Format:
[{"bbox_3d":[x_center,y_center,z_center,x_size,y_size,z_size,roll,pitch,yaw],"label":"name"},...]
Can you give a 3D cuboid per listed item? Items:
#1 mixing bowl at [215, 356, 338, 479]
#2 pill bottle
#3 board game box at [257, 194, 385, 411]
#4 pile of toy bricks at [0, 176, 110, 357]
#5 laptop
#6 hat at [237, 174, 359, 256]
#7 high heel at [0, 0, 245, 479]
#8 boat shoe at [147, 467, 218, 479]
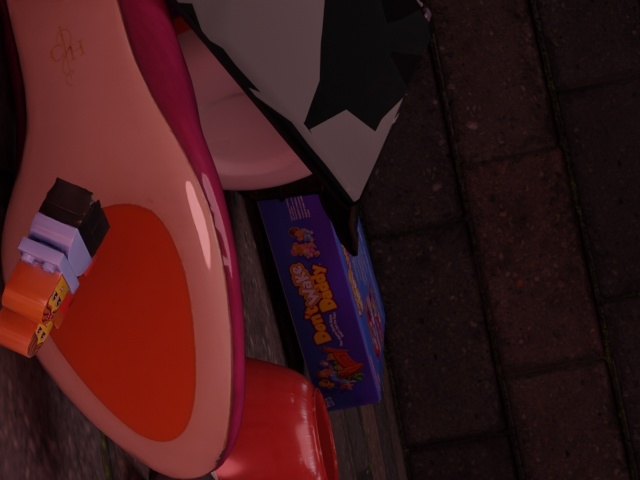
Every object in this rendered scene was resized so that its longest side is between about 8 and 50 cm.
[{"bbox_3d":[-0.042,0.167,1.011,0.181,0.098,0.181,-11,90,-83],"label":"mixing bowl"},{"bbox_3d":[-0.071,-0.212,1.048,0.181,0.181,0.323,69,11,-56],"label":"pill bottle"},{"bbox_3d":[0.000,0.000,1.582,0.233,0.078,0.347,-80,156,-67],"label":"board game box"},{"bbox_3d":[-0.149,0.002,0.411,0.212,0.118,0.105,87,27,-69],"label":"pile of toy bricks"},{"bbox_3d":[-0.046,-0.186,0.803,0.234,0.136,0.264,49,-1,-38],"label":"laptop"},{"bbox_3d":[-0.051,-0.137,1.248,0.331,0.134,0.331,170,-90,-85],"label":"hat"},{"bbox_3d":[-0.101,-0.067,0.708,0.181,0.127,0.377,-30,106,-72],"label":"high heel"},{"bbox_3d":[-0.065,0.189,0.871,0.206,0.075,0.065,57,25,-61],"label":"boat shoe"}]
